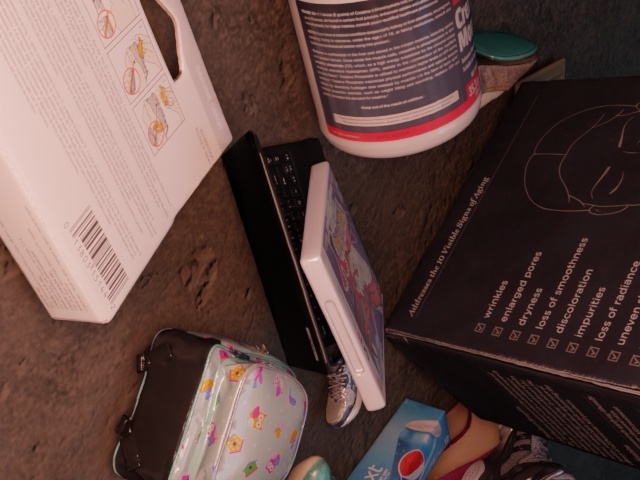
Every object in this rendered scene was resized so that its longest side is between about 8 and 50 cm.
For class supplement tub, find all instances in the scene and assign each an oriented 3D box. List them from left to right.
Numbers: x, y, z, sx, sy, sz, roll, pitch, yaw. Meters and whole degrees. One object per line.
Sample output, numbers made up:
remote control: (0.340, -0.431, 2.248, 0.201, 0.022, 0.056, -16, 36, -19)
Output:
supplement tub: (0.065, -0.245, 1.018, 0.191, 0.191, 0.272, -47, 136, -37)

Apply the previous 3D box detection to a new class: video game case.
video game case: (0.027, 0.041, 0.957, 0.201, 0.023, 0.183, -86, 156, -60)

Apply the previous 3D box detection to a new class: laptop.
laptop: (0.000, 0.000, 0.980, 0.264, 0.137, 0.234, -18, 91, -52)

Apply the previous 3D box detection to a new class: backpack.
backpack: (-0.096, 0.183, 0.968, 0.188, 0.145, 0.165, 28, 74, -64)

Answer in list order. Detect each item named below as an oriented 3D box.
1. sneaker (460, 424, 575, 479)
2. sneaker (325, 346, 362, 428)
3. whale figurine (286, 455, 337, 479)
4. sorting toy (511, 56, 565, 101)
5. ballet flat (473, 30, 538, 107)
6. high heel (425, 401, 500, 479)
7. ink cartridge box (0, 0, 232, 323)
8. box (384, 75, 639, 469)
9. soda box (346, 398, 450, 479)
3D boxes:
sneaker: (0.334, 0.335, 1.438, 0.268, 0.153, 0.101, -46, 121, -32)
sneaker: (0.027, 0.177, 1.232, 0.058, 0.052, 0.135, 36, 63, -43)
whale figurine: (-0.062, 0.366, 1.023, 0.272, 0.141, 0.216, -43, 149, -16)
sorting toy: (0.372, -0.146, 1.637, 0.229, 0.041, 0.307, -35, 128, -51)
ballet flat: (0.194, -0.228, 1.313, 0.316, 0.108, 0.106, -17, 134, -47)
high heel: (0.261, 0.287, 1.519, 0.377, 0.127, 0.181, -57, 152, -22)
ink cartridge box: (-0.196, -0.124, 0.788, 0.261, 0.066, 0.296, -63, 145, -42)
box: (0.426, 0.037, 1.303, 0.297, 0.472, 0.479, 44, 69, -35)
soda box: (0.108, 0.331, 1.369, 0.210, 0.071, 0.067, -47, 136, -37)
